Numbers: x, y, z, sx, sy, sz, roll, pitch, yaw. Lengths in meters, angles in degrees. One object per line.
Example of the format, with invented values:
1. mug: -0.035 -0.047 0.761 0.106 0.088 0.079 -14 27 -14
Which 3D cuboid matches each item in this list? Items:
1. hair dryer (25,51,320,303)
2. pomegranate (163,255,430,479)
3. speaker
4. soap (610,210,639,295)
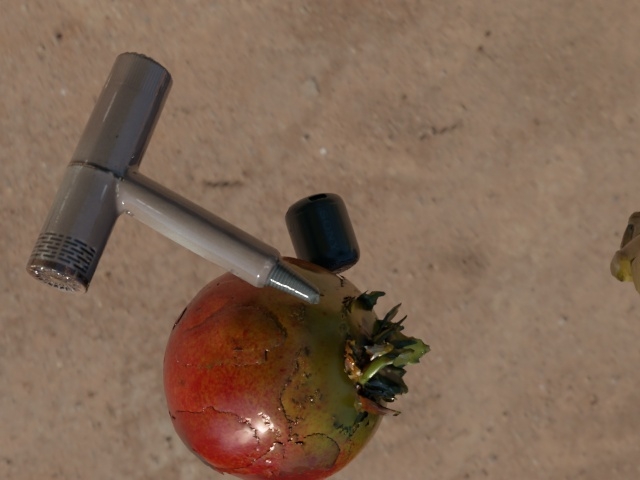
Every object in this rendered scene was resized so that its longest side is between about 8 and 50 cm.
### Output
1. hair dryer: -0.092 -0.032 1.070 0.220 0.195 0.054 16 159 6
2. pomegranate: -0.026 0.116 1.215 0.235 0.210 0.210 -8 134 25
3. speaker: 0.005 -0.001 1.322 0.060 0.075 0.094 -19 169 6
4. soap: 0.318 0.063 0.939 0.169 0.339 0.304 10 144 -6
